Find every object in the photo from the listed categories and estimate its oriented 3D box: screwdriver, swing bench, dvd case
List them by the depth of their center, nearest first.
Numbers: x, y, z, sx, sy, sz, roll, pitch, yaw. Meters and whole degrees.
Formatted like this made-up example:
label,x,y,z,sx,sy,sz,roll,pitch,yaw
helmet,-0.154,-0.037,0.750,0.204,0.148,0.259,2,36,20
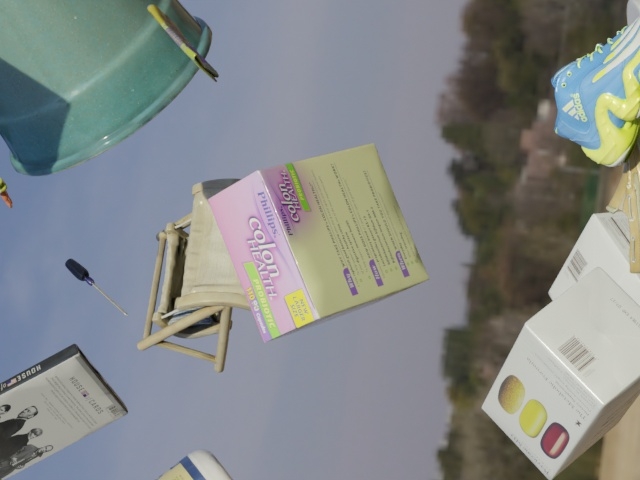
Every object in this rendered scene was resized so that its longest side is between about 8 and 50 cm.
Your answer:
label,x,y,z,sx,sy,sz,roll,pitch,yaw
dvd case,-0.431,0.264,2.169,0.030,0.238,0.179,61,179,41
swing bench,-0.188,0.053,2.527,0.255,0.165,0.253,131,150,-49
screwdriver,-0.400,0.087,2.597,0.024,0.170,0.025,-42,-23,-19

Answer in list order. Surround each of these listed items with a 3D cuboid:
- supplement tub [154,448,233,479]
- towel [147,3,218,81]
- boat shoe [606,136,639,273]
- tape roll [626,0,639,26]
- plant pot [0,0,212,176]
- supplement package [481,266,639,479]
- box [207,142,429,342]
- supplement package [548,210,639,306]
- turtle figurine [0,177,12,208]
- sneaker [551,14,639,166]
label,x,y,z,sx,sy,sz,roll,pitch,yaw
supplement tub,-0.235,0.492,2.182,0.316,0.228,0.228,-37,-22,-10
towel,-0.131,-0.190,1.381,0.009,0.083,0.060,-42,-27,4
boat shoe,0.400,-0.050,1.844,0.068,0.072,0.190,7,-108,-74
tape roll,0.561,-0.198,2.235,0.392,0.072,0.392,-16,-90,-83
plant pot,-0.378,-0.321,1.954,0.334,0.341,0.341,55,-147,-30
supplement package,0.315,0.171,1.793,0.134,0.139,0.244,-34,-21,-24
box,0.000,0.000,1.995,0.243,0.117,0.214,-17,-97,-47
supplement package,0.567,0.081,2.421,0.198,0.262,0.199,63,145,36
turtle figurine,-0.596,-0.152,2.230,0.087,0.269,0.217,-43,-20,-14
sneaker,0.349,-0.209,1.751,0.091,0.126,0.240,-44,-27,-61
